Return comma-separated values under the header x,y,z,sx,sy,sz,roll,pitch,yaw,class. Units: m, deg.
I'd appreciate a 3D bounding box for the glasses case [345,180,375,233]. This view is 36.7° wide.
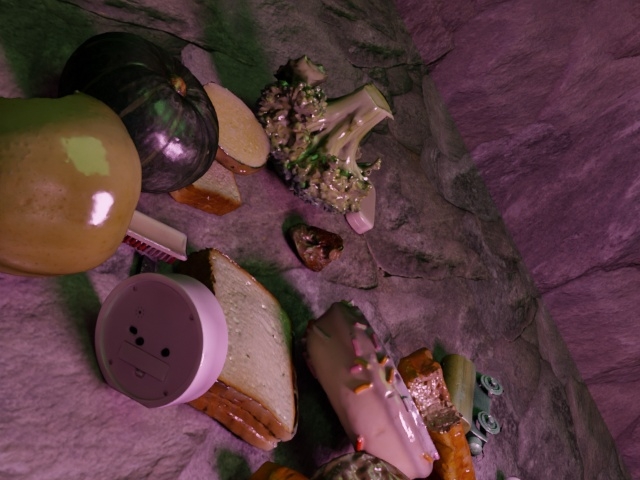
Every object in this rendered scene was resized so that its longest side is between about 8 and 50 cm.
x,y,z,sx,sy,sz,roll,pitch,yaw,class
0.105,-0.099,2.532,0.083,0.050,0.196,52,26,-27,glasses case

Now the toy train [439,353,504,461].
x,y,z,sx,sy,sz,roll,pitch,yaw,class
0.356,0.422,2.446,0.189,0.126,0.307,26,30,-2,toy train

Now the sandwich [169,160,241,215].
x,y,z,sx,sy,sz,roll,pitch,yaw,class
-0.244,-0.163,1.892,0.186,0.065,0.215,17,51,-57,sandwich

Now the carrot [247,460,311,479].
x,y,z,sx,sy,sz,roll,pitch,yaw,class
0.008,0.469,1.535,0.302,0.114,0.114,34,17,19,carrot

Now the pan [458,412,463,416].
x,y,z,sx,sy,sz,roll,pitch,yaw,class
0.231,0.365,2.202,0.128,0.048,0.202,42,-10,-8,pan

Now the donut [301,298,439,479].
x,y,z,sx,sy,sz,roll,pitch,yaw,class
0.084,0.294,1.842,0.383,0.142,0.382,62,-4,8,donut

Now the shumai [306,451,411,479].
x,y,z,sx,sy,sz,roll,pitch,yaw,class
0.071,0.513,1.661,0.256,0.189,0.218,41,32,-17,shumai

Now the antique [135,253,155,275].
x,y,z,sx,sy,sz,roll,pitch,yaw,class
-0.296,0.098,1.575,0.031,0.015,0.192,45,29,-33,antique

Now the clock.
x,y,z,sx,sy,sz,roll,pitch,yaw,class
-0.235,0.146,1.424,0.068,0.197,0.197,4,61,-63,clock

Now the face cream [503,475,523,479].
x,y,z,sx,sy,sz,roll,pitch,yaw,class
0.480,0.705,2.442,0.092,0.058,0.244,56,31,-25,face cream

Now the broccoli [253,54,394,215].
x,y,z,sx,sy,sz,roll,pitch,yaw,class
-0.009,-0.240,2.206,0.338,0.317,0.277,30,22,6,broccoli

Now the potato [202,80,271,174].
x,y,z,sx,sy,sz,roll,pitch,yaw,class
-0.190,-0.208,1.872,0.200,0.081,0.164,46,38,-27,potato

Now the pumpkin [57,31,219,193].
x,y,z,sx,sy,sz,roll,pitch,yaw,class
-0.308,-0.210,1.649,0.300,0.207,0.300,42,18,-17,pumpkin

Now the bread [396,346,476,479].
x,y,z,sx,sy,sz,roll,pitch,yaw,class
0.245,0.407,2.045,0.185,0.109,0.380,-116,-172,-51,bread

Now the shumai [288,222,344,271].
x,y,z,sx,sy,sz,roll,pitch,yaw,class
-0.005,0.004,2.172,0.123,0.105,0.139,63,-1,10,shumai

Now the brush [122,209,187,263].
x,y,z,sx,sy,sz,roll,pitch,yaw,class
-0.353,-0.043,1.582,0.321,0.050,0.060,30,41,-38,brush

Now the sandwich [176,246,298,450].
x,y,z,sx,sy,sz,roll,pitch,yaw,class
-0.144,0.191,1.685,0.271,0.099,0.301,49,24,-38,sandwich

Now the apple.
x,y,z,sx,sy,sz,roll,pitch,yaw,class
-0.379,-0.072,1.294,0.279,0.279,0.279,45,30,-34,apple
